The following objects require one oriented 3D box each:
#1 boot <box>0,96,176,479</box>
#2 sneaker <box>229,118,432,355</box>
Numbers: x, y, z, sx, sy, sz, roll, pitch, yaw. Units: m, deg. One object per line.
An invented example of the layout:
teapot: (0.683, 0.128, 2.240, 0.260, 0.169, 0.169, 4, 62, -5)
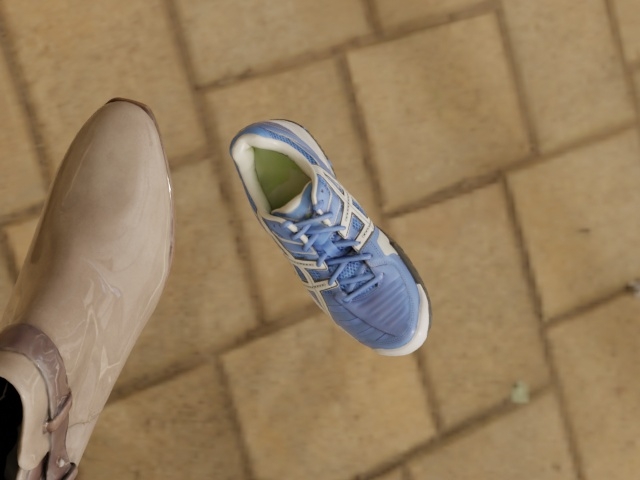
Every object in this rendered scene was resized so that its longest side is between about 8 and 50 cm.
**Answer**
boot: (-0.074, 0.025, 0.456, 0.087, 0.042, 0.118, -53, 155, -70)
sneaker: (0.000, 0.000, 1.197, 0.211, 0.080, 0.081, 51, 13, 12)
